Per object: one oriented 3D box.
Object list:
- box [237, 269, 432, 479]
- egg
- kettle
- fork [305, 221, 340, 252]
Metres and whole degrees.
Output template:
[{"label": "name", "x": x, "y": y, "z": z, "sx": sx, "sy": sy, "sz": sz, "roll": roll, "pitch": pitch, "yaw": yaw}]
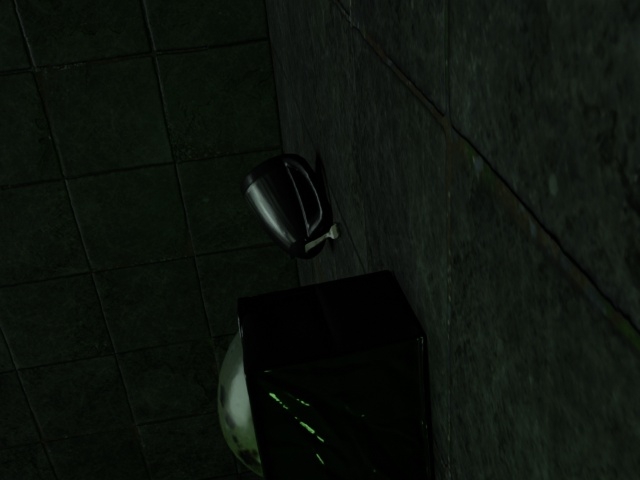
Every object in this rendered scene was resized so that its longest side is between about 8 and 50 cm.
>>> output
[{"label": "box", "x": 0.024, "y": 0.257, "z": 1.114, "sx": 0.204, "sy": 0.251, "sz": 0.345, "roll": -112, "pitch": 13, "yaw": -66}, {"label": "egg", "x": -0.062, "y": 0.334, "z": 1.652, "sx": 0.345, "sy": 0.345, "sz": 0.428, "roll": -122, "pitch": 32, "yaw": -77}, {"label": "kettle", "x": -0.060, "y": -0.082, "z": 1.979, "sx": 0.207, "sy": 0.251, "sz": 0.271, "roll": 13, "pitch": -134, "yaw": -59}, {"label": "fork", "x": 0.006, "y": -0.001, "z": 1.807, "sx": 0.219, "sy": 0.028, "sz": 0.034, "roll": -38, "pitch": 68, "yaw": 62}]
